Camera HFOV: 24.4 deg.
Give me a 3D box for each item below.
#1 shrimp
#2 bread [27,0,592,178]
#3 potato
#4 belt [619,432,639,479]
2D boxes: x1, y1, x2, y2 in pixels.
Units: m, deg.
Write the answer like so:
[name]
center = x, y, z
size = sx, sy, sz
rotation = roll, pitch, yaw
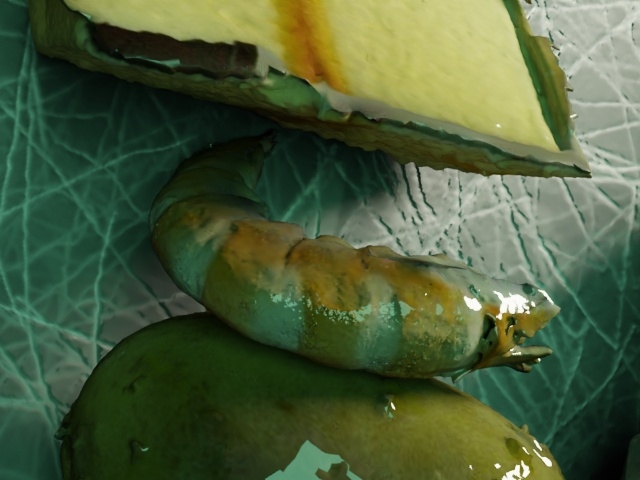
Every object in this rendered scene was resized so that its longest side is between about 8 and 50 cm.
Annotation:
[shrimp]
center = -0.013, 0.009, 0.898
size = 0.185, 0.287, 0.068
rotation = -7, 118, -42
[bread]
center = -0.027, -0.237, 0.960
size = 0.346, 0.242, 0.405
rotation = 3, 85, -16
[potato]
center = 0.013, 0.182, 0.900
size = 0.270, 0.219, 0.359
rotation = -43, 92, -9
[belt]
center = 0.318, 0.195, 0.947
size = 0.260, 0.325, 0.122
rotation = 6, 38, 6
